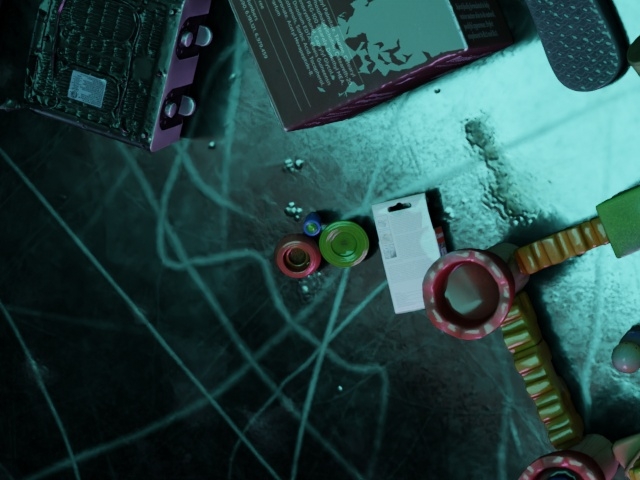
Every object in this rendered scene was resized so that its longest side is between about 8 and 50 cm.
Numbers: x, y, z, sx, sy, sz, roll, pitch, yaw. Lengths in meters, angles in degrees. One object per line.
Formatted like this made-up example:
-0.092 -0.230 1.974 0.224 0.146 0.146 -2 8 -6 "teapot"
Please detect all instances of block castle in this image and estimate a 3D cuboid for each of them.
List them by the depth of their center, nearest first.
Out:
0.350 0.074 1.632 0.453 0.213 0.303 -24 90 22 "block castle"

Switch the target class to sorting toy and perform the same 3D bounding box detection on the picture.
0.000 0.000 1.848 0.102 0.042 0.061 -16 108 10 "sorting toy"

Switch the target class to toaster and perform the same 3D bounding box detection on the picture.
-0.214 -0.194 1.855 0.185 0.110 0.168 18 103 17 "toaster"

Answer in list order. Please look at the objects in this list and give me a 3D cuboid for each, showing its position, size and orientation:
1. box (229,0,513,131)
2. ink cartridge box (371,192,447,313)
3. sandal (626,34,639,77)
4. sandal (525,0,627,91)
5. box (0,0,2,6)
0.046 -0.222 1.722 0.203 0.168 0.167 -22 89 23 "box"
0.095 0.012 1.816 0.063 0.029 0.115 -12 93 22 "ink cartridge box"
0.406 -0.199 1.656 0.240 0.088 0.079 -27 120 29 "sandal"
0.227 -0.268 1.718 0.097 0.054 0.254 -8 105 28 "sandal"
-0.582 -0.355 1.860 0.480 0.297 0.472 26 104 15 "box"
